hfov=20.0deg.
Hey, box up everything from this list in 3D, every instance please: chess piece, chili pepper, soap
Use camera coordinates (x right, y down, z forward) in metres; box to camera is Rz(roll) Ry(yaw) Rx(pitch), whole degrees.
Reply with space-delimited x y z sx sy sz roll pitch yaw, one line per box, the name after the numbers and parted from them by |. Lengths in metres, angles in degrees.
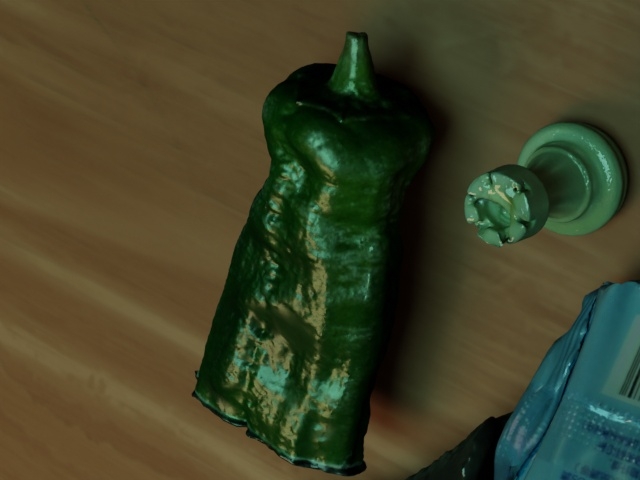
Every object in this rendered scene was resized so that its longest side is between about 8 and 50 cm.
0.123 -0.027 1.015 0.067 0.103 0.067 10 108 32 | chess piece
0.000 0.000 1.110 0.136 0.099 0.270 46 128 50 | chili pepper
0.237 0.124 0.956 0.293 0.077 0.156 22 79 28 | soap

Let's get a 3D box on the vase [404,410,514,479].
0.046 0.188 1.134 0.237 0.115 0.115 -25 88 39 | vase
